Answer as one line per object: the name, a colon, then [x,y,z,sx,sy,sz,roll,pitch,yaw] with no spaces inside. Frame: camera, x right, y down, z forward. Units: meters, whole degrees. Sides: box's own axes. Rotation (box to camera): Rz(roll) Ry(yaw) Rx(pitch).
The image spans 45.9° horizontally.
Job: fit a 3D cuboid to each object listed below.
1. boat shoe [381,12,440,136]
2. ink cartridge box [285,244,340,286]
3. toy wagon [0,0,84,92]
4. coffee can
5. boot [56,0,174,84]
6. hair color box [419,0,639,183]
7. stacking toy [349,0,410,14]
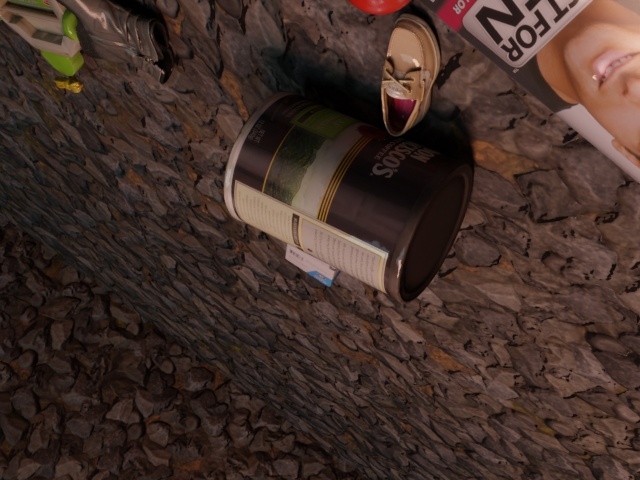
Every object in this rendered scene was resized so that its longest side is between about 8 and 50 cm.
boat shoe: [0.102,-0.188,0.899,0.063,0.059,0.170,26,152,22]
ink cartridge box: [0.000,0.000,1.341,0.104,0.060,0.180,33,154,10]
toy wagon: [-0.493,-0.405,1.285,0.267,0.068,0.344,20,151,32]
coffee can: [0.037,-0.062,1.025,0.275,0.201,0.201,26,152,23]
boot: [-0.309,-0.350,1.150,0.161,0.083,0.246,21,156,17]
hair color box: [0.268,-0.185,0.633,0.374,0.113,0.185,38,154,-3]
stacking toy: [-0.044,-0.336,0.770,0.330,0.141,0.141,30,154,5]
